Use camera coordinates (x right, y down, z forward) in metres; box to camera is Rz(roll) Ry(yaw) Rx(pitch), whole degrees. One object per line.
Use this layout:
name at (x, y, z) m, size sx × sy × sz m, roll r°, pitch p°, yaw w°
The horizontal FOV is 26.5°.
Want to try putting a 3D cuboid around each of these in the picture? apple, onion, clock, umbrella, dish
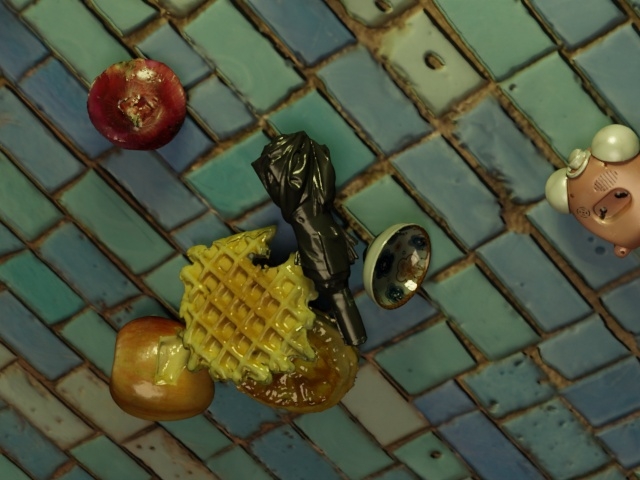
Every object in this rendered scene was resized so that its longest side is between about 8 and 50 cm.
apple at (-0.265, 0.225, 2.300) m, size 0.199 × 0.199 × 0.199 m, roll 8°, pitch 127°, yaw 11°
onion at (-0.273, -0.189, 2.013) m, size 0.150 × 0.140 × 0.150 m, roll -2°, pitch 121°, yaw -3°
clock at (0.417, -0.071, 1.931) m, size 0.162 × 0.092 × 0.166 m, roll 37°, pitch 127°, yaw -8°
umbrella at (0.000, 0.000, 2.044) m, size 0.118 × 0.118 × 0.340 m, roll -15°, pitch 99°, yaw 25°
dish at (0.097, 0.029, 2.092) m, size 0.078 × 0.141 × 0.141 m, roll 25°, pitch 136°, yaw 37°

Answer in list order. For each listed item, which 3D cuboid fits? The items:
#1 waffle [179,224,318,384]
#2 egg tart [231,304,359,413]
waffle at (-0.116, 0.106, 2.145) m, size 0.261 × 0.056 × 0.250 m, roll -11°, pitch 77°, yaw 26°
egg tart at (-0.049, 0.181, 2.243) m, size 0.241 × 0.106 × 0.241 m, roll 7°, pitch 129°, yaw 9°
